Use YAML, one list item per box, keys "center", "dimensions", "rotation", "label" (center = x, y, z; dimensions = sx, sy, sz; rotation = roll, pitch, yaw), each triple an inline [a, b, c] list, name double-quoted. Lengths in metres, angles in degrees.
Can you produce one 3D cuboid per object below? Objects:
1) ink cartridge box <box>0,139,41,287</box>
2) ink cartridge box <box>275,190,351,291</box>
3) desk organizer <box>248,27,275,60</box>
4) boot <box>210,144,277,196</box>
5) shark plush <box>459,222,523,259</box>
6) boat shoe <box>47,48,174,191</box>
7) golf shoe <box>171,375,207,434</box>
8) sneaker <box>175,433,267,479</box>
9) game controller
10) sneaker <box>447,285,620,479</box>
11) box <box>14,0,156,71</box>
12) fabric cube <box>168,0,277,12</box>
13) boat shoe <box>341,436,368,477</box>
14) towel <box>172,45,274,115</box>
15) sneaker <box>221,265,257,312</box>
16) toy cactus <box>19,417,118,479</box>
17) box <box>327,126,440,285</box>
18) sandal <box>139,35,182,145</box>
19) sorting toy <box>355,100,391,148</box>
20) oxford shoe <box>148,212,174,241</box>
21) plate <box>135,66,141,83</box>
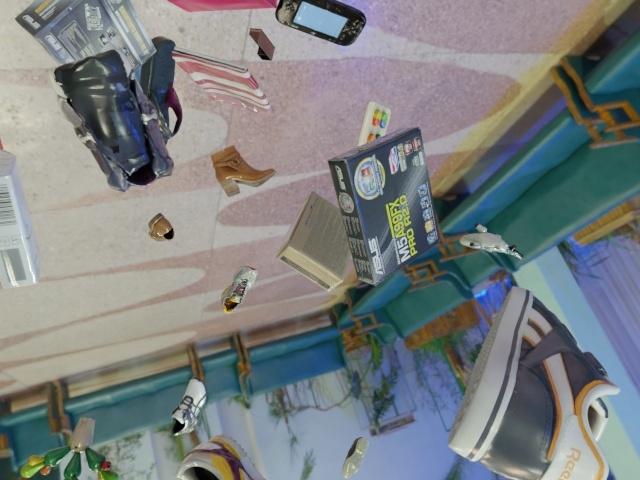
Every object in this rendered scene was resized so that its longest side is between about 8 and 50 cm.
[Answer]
- center: [-0.842, -0.100, 1.290]
  dimensions: [0.091, 0.385, 0.309]
  rotation: [-8, 121, -21]
  label: "ink cartridge box"
- center: [0.000, 0.000, 1.372]
  dimensions: [0.193, 0.235, 0.088]
  rotation: [34, 139, -12]
  label: "ink cartridge box"
- center: [-0.206, -0.682, 1.626]
  dimensions: [0.047, 0.050, 0.130]
  rotation: [12, 177, 17]
  label: "desk organizer"
- center: [-0.256, -0.247, 1.546]
  dimensions: [0.197, 0.153, 0.073]
  rotation: [-24, 175, -23]
  label: "boot"
- center: [0.458, 0.009, 1.240]
  dimensions: [0.161, 0.073, 0.067]
  rotation: [9, 150, 4]
  label: "shark plush"
- center: [-0.293, -0.151, 0.673]
  dimensions: [0.127, 0.158, 0.340]
  rotation: [-24, -164, -13]
  label: "boat shoe"
- center: [-0.433, 0.547, 1.525]
  dimensions: [0.077, 0.199, 0.094]
  rotation: [15, -175, 21]
  label: "golf shoe"
- center: [-0.082, 0.304, 0.523]
  dimensions: [0.070, 0.185, 0.084]
  rotation: [-62, 162, 9]
  label: "sneaker"
- center: [0.000, -0.803, 1.677]
  dimensions: [0.318, 0.067, 0.166]
  rotation: [12, 149, -19]
  label: "game controller"
- center: [0.235, 0.154, 0.513]
  dimensions: [0.321, 0.127, 0.126]
  rotation: [-29, 139, -60]
  label: "sneaker"
- center: [-0.436, -0.393, 0.900]
  dimensions: [0.183, 0.056, 0.231]
  rotation: [-50, 172, -10]
  label: "box"
- center: [-0.260, -0.701, 1.074]
  dimensions: [0.257, 0.260, 0.254]
  rotation: [6, -171, 18]
  label: "fabric cube"
- center: [0.107, 0.689, 1.478]
  dimensions: [0.133, 0.048, 0.042]
  rotation: [-55, -179, -25]
  label: "boat shoe"
- center: [-0.286, -0.476, 1.433]
  dimensions: [0.236, 0.037, 0.329]
  rotation: [17, 177, 8]
  label: "towel"
- center: [-0.309, 0.192, 1.790]
  dimensions: [0.087, 0.093, 0.225]
  rotation: [23, 117, -23]
  label: "sneaker"
- center: [-0.570, 0.502, 1.067]
  dimensions: [0.218, 0.181, 0.112]
  rotation: [0, 149, 7]
  label: "toy cactus"
- center: [0.142, -0.075, 0.975]
  dimensions: [0.216, 0.270, 0.060]
  rotation: [-28, -156, -31]
  label: "box"
- center: [-0.536, -0.453, 1.577]
  dimensions: [0.168, 0.106, 0.446]
  rotation: [-56, 173, -44]
  label: "sandal"
- center: [0.214, -0.429, 1.807]
  dimensions: [0.208, 0.038, 0.193]
  rotation: [-12, 120, -61]
  label: "sorting toy"
- center: [-0.520, -0.023, 1.543]
  dimensions: [0.076, 0.076, 0.212]
  rotation: [-48, -177, -17]
  label: "oxford shoe"
- center: [-0.617, -0.634, 1.713]
  dimensions: [0.024, 0.188, 0.188]
  rotation: [19, 173, 23]
  label: "plate"
